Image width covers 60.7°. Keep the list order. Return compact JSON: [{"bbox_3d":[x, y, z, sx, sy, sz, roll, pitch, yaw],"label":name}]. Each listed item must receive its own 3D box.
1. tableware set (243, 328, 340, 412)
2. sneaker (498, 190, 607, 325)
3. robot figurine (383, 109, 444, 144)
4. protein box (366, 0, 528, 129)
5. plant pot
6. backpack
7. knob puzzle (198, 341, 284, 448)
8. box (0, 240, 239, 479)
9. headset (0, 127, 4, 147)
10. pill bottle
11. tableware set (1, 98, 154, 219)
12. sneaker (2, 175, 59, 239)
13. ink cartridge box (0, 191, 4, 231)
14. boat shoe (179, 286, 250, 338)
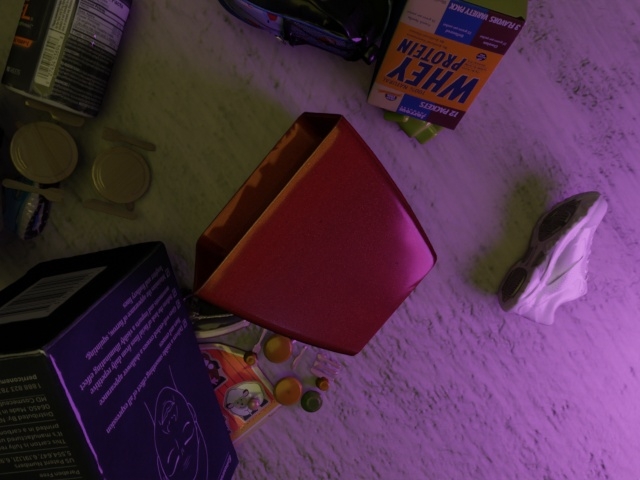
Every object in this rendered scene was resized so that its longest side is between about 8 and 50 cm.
[{"bbox_3d":[-0.051,0.213,0.891,0.154,0.024,0.104,28,88,-11],"label":"tableware set"},{"bbox_3d":[0.389,0.033,0.874,0.115,0.090,0.232,29,103,-12],"label":"sneaker"},{"bbox_3d":[0.140,-0.205,0.837,0.101,0.067,0.115,-41,95,-25],"label":"robot figurine"},{"bbox_3d":[0.167,-0.300,0.727,0.135,0.201,0.200,16,63,-4],"label":"protein box"},{"bbox_3d":[0.000,0.000,0.772,0.235,0.267,0.267,39,94,-18],"label":"plant pot"},{"bbox_3d":[-0.022,-0.395,0.741,0.263,0.213,0.277,17,89,-12],"label":"backpack"},{"bbox_3d":[-0.180,0.252,0.892,0.213,0.030,0.213,0,96,-2],"label":"knob puzzle"},{"bbox_3d":[-0.288,0.244,0.705,0.211,0.293,0.396,-10,108,11],"label":"box"},{"bbox_3d":[-0.669,-0.082,0.803,0.394,0.185,0.244,-19,101,15],"label":"headset"},{"bbox_3d":[-0.348,-0.310,0.774,0.130,0.130,0.246,19,94,-4],"label":"pill bottle"},{"bbox_3d":[-0.353,-0.111,0.810,0.194,0.039,0.128,17,81,-34],"label":"tableware set"},{"bbox_3d":[-0.447,-0.085,0.828,0.073,0.063,0.162,23,94,0],"label":"sneaker"},{"bbox_3d":[-0.572,-0.081,0.686,0.303,0.072,0.308,1,103,-10],"label":"ink cartridge box"},{"bbox_3d":[-0.218,0.110,0.850,0.223,0.080,0.074,-5,101,2],"label":"boat shoe"}]
